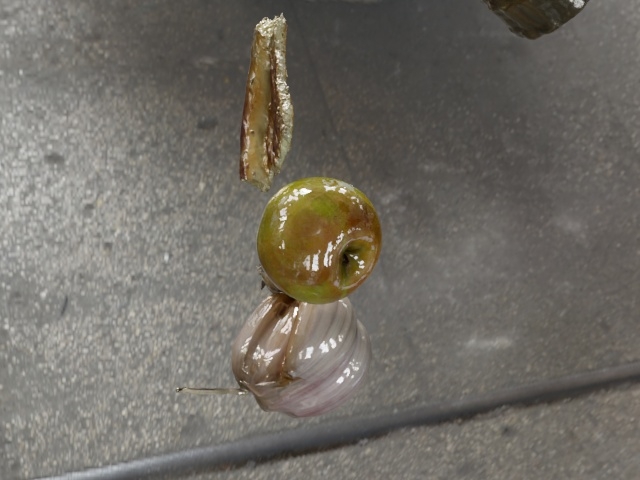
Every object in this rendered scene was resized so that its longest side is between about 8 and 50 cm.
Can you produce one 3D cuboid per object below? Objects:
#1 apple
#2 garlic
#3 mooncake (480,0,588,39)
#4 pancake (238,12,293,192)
[{"bbox_3d":[0.000,0.000,0.699,0.089,0.089,0.074,-23,29,-26],"label":"apple"},{"bbox_3d":[-0.065,0.119,1.261,0.257,0.207,0.207,-1,56,-19],"label":"garlic"},{"bbox_3d":[0.326,-0.421,1.493,0.124,0.228,0.228,27,49,-27],"label":"mooncake"},{"bbox_3d":[-0.077,-0.197,1.451,0.057,0.266,0.244,4,10,-11],"label":"pancake"}]
